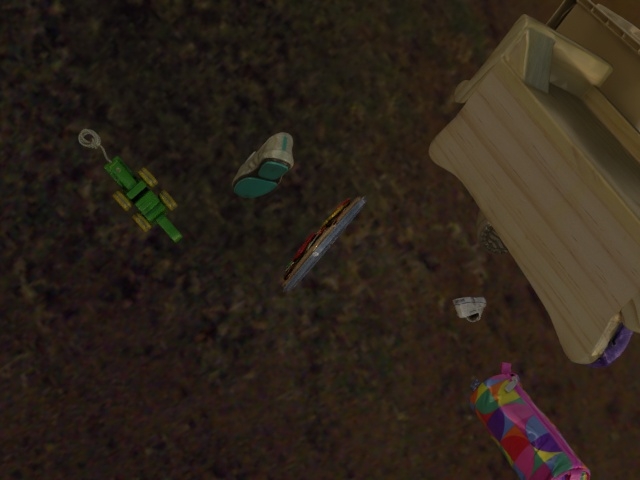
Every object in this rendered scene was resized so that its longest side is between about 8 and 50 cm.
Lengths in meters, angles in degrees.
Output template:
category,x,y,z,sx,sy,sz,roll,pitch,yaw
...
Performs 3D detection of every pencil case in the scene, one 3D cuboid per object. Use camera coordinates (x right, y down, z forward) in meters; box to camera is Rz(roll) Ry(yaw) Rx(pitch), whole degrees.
category,x,y,z,sx,sy,sz,roll,pitch,yaw
pencil case,0.328,0.310,1.780,0.104,0.104,0.236,19,27,-44

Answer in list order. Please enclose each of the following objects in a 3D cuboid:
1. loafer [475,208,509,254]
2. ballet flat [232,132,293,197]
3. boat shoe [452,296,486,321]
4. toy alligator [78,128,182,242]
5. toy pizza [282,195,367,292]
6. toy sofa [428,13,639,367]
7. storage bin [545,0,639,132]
category,x,y,z,sx,sy,sz,roll,pitch,yaw
loafer,0.346,-0.083,1.698,0.102,0.268,0.092,55,9,-38
ballet flat,-0.073,-0.102,1.510,0.057,0.168,0.052,16,71,-21
boat shoe,0.220,0.102,1.632,0.100,0.035,0.035,12,67,-68
toy alligator,-0.249,-0.073,1.468,0.190,0.056,0.051,49,-8,-14
toy pizza,0.000,0.000,1.765,0.032,0.201,0.201,41,33,2
toy sofa,0.268,-0.040,1.083,0.150,0.177,0.362,17,31,-37
storage bin,0.316,-0.126,1.345,0.123,0.262,0.260,22,25,-32
